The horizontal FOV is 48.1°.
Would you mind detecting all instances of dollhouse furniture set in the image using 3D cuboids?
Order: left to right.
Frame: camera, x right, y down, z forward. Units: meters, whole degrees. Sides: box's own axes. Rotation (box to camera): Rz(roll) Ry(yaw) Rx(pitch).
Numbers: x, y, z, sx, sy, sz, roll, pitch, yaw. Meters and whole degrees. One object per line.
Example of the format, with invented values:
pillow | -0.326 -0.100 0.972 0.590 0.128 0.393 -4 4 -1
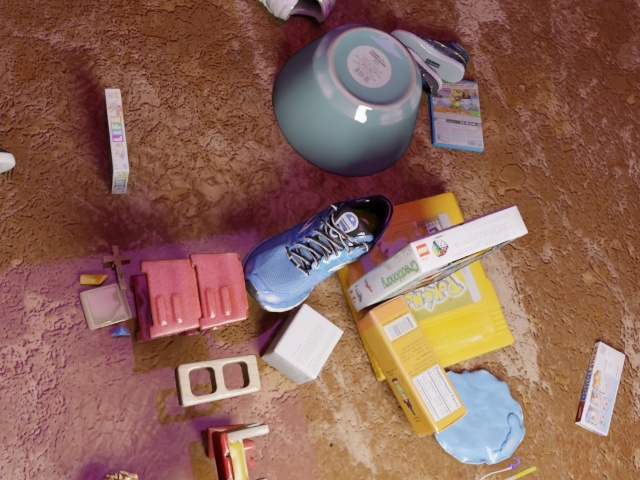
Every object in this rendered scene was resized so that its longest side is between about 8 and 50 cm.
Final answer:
dollhouse furniture set | -0.194 0.214 1.134 0.152 0.201 0.374 -7 80 -21

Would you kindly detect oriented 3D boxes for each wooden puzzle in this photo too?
wooden puzzle | -0.362 0.109 1.209 0.078 0.014 0.116 -9 75 -16

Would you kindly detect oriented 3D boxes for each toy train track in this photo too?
toy train track | -0.346 0.048 1.227 0.048 0.014 0.083 -1 60 -35

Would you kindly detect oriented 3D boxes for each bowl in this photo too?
bowl | 0.075 -0.298 1.413 0.311 0.163 0.312 6 71 -17

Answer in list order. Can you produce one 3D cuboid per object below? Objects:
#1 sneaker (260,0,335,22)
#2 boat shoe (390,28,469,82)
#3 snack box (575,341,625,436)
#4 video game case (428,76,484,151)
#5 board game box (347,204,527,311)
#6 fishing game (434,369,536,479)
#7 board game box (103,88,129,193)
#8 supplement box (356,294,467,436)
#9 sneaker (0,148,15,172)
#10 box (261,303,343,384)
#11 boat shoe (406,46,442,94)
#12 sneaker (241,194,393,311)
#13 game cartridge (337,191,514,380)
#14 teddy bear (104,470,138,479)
sneaker | -0.103 -0.543 1.464 0.305 0.114 0.152 16 66 -13
boat shoe | 0.237 -0.415 1.567 0.183 0.065 0.083 30 48 -2
snack box | 0.564 0.297 1.444 0.064 0.022 0.178 28 65 -8
video game case | 0.292 -0.276 1.557 0.119 0.015 0.166 5 71 -16
board game box | 0.180 0.037 1.192 0.193 0.305 0.053 -19 79 -20
fishing game | 0.283 0.323 1.325 0.189 0.041 0.264 -20 65 -22
board game box | -0.359 -0.172 1.257 0.026 0.103 0.154 -5 73 -20
supplement box | 0.156 0.218 1.248 0.080 0.078 0.233 -22 80 -24
sneaker | -0.652 -0.177 1.159 0.295 0.104 0.147 -1 77 -14
box | -0.033 0.181 1.243 0.087 0.102 0.101 36 65 -6
boat shoe | 0.197 -0.364 1.529 0.142 0.049 0.040 40 56 7
sneaker | 0.000 0.000 1.206 0.330 0.147 0.130 -33 81 -39
game cartridge | 0.188 0.085 1.367 0.285 0.053 0.324 -15 74 -20
teddy bear | -0.196 0.457 1.026 0.113 0.338 0.245 -15 99 -59
